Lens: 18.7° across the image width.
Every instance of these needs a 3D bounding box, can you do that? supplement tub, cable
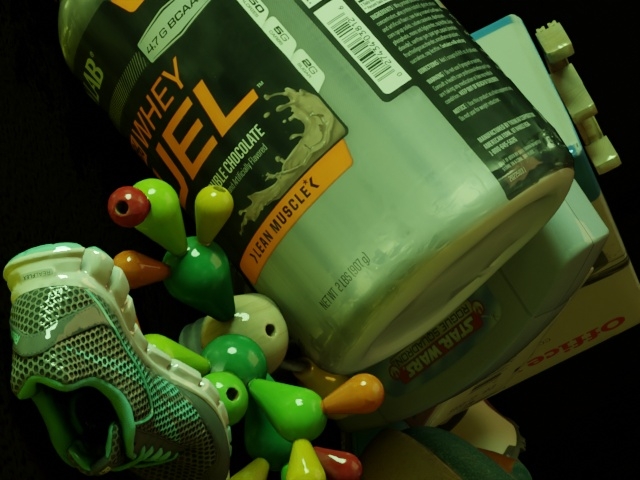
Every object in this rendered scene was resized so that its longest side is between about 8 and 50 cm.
[{"bbox_3d":[-0.020,-0.101,1.208,0.338,0.207,0.207,49,3,12],"label":"supplement tub"},{"bbox_3d":[-0.034,0.053,1.266,0.287,0.072,0.139,31,36,-79],"label":"cable"}]

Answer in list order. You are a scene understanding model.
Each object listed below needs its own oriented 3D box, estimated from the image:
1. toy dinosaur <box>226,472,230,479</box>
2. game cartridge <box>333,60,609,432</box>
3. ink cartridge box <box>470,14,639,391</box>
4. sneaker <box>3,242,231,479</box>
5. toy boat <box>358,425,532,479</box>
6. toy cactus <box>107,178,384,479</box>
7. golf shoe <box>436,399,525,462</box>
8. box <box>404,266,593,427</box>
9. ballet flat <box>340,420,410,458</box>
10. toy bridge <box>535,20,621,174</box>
[{"bbox_3d":[-0.028,0.183,0.998,0.092,0.053,0.183,49,-12,40],"label":"toy dinosaur"},{"bbox_3d":[0.063,0.013,1.372,0.062,0.297,0.198,-18,73,-42],"label":"game cartridge"},{"bbox_3d":[0.131,0.000,1.845,0.166,0.285,0.395,68,8,29],"label":"ink cartridge box"},{"bbox_3d":[-0.092,0.077,0.848,0.166,0.065,0.076,54,28,-42],"label":"sneaker"},{"bbox_3d":[0.146,0.256,1.435,0.267,0.148,0.318,42,-17,39],"label":"toy boat"},{"bbox_3d":[-0.040,0.054,1.055,0.219,0.112,0.180,53,9,-6],"label":"toy cactus"},{"bbox_3d":[0.130,0.183,2.065,0.120,0.105,0.273,44,8,-25],"label":"golf shoe"},{"bbox_3d":[0.067,0.007,1.498,0.232,0.149,0.127,46,40,19],"label":"box"},{"bbox_3d":[0.061,0.210,1.535,0.067,0.073,0.206,6,-57,65],"label":"ballet flat"},{"bbox_3d":[0.231,-0.136,1.772,0.188,0.026,0.063,57,8,-49],"label":"toy bridge"}]
